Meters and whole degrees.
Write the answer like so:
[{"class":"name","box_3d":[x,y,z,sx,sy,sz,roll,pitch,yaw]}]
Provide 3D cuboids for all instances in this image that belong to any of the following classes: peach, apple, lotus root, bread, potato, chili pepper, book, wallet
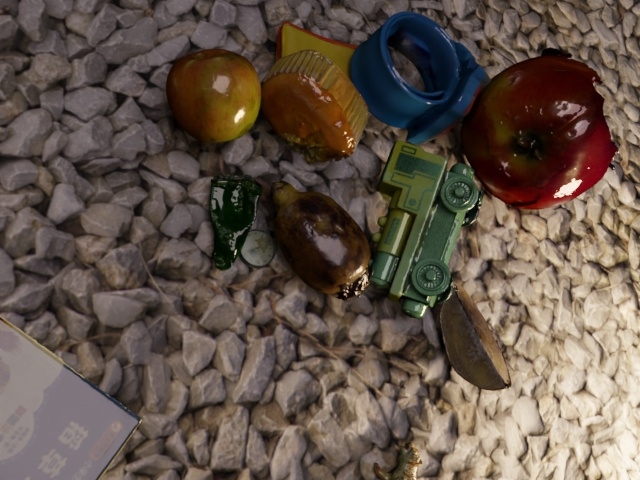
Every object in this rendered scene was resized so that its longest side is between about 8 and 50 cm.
[{"class":"peach","box_3d":[0.502,-0.262,1.644,0.416,0.353,0.339,-41,119,-56]},{"class":"apple","box_3d":[-0.214,-0.289,1.412,0.196,0.196,0.195,6,75,-24]},{"class":"lotus root","box_3d":[0.000,0.000,1.468,0.314,0.141,0.169,50,58,-6]},{"class":"bread","box_3d":[-0.018,-0.279,1.500,0.250,0.179,0.133,50,41,-29]},{"class":"potato","box_3d":[0.344,0.239,1.622,0.120,0.100,0.261,12,50,-63]},{"class":"chili pepper","box_3d":[-0.186,-0.044,1.439,0.108,0.062,0.216,12,73,-4]},{"class":"book","box_3d":[-0.563,0.304,1.181,0.428,0.039,0.300,40,64,-12]},{"class":"wallet","box_3d":[0.006,-0.410,1.623,0.241,0.067,0.141,10,68,-28]}]

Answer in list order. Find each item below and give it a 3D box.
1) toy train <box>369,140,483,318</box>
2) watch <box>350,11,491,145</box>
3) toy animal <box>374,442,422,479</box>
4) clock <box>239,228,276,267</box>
[{"class":"toy train","box_3d":[0.214,-0.018,1.567,0.237,0.150,0.368,19,79,10]},{"class":"watch","box_3d":[0.229,-0.409,1.620,0.275,0.241,0.305,32,57,-17]},{"class":"toy animal","box_3d":[0.156,0.540,1.459,0.099,0.057,0.241,17,70,-22]},{"class":"clock","box_3d":[-0.134,0.016,1.471,0.085,0.017,0.085,6,75,-24]}]
